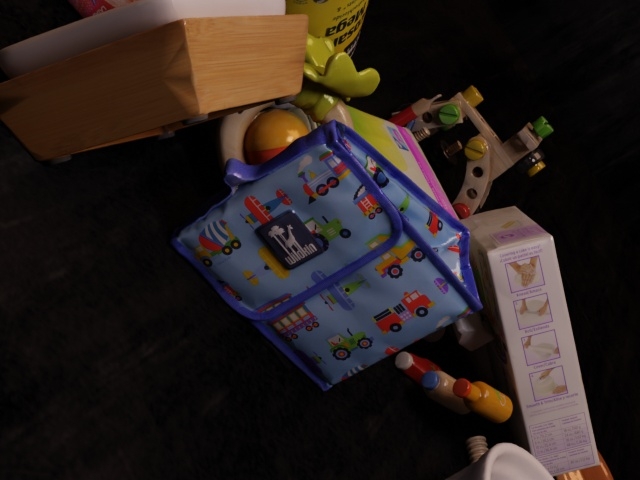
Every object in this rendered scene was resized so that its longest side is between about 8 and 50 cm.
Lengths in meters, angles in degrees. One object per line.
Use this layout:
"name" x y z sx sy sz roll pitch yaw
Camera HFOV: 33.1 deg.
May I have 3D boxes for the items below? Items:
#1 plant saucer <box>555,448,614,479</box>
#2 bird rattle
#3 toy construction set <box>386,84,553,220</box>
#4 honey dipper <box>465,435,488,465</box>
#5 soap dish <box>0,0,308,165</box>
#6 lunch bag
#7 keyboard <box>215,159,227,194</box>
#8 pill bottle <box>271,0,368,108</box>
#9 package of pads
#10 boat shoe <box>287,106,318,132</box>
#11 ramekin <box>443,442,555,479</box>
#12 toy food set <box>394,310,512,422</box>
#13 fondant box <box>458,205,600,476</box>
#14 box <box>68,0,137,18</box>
"plant saucer" 0.446 0.398 1.796 0.200 0.037 0.200 44 27 -30
"bird rattle" -0.019 -0.113 1.268 0.143 0.207 0.253 -111 -168 -65
"toy construction set" 0.259 -0.190 1.877 0.309 0.237 0.257 17 47 -56
"honey dipper" 0.225 0.342 1.447 0.030 0.030 0.160 34 38 -44
"soap dish" -0.158 -0.166 1.080 0.291 0.229 0.118 -30 106 -66
"lunch bag" 0.000 0.000 1.171 0.293 0.221 0.138 42 29 -33
"keyboard" -0.088 -0.054 1.316 0.100 0.038 0.192 21 40 -19
"pill bottle" -0.033 -0.312 1.350 0.334 0.188 0.188 106 -35 -64
"package of pads" 0.086 -0.071 1.573 0.296 0.101 0.229 8 54 -60
"boat shoe" -0.019 -0.075 1.406 0.069 0.081 0.227 38 38 -44
"ramekin" 0.213 0.387 1.236 0.277 0.135 0.277 43 28 -30
"toy food set" 0.166 0.145 1.458 0.104 0.111 0.232 33 33 -44
"fondant box" 0.290 0.136 1.521 0.238 0.096 0.330 -99 174 -78
"box" -0.215 -0.378 1.300 0.154 0.142 0.300 49 26 -20
